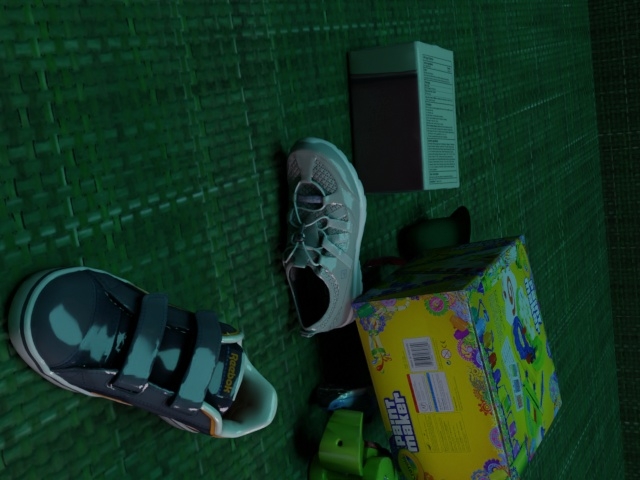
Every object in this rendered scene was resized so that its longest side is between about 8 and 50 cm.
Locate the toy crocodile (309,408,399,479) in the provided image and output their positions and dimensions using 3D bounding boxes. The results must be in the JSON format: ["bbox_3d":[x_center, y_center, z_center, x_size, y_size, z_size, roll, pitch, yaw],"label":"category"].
[{"bbox_3d":[0.083,0.357,1.279,0.340,0.115,0.105,49,47,-47],"label":"toy crocodile"}]

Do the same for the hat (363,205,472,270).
[{"bbox_3d":[0.155,0.001,1.510,0.208,0.183,0.173,145,-42,-77],"label":"hat"}]

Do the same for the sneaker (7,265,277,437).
[{"bbox_3d":[-0.160,0.117,0.871,0.321,0.127,0.126,40,57,-50],"label":"sneaker"}]

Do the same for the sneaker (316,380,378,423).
[{"bbox_3d":[0.047,0.250,1.277,0.162,0.063,0.073,19,76,-58],"label":"sneaker"}]

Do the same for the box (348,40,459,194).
[{"bbox_3d":[0.138,-0.194,1.385,0.148,0.126,0.232,-9,96,-59],"label":"box"}]

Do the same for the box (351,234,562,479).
[{"bbox_3d":[0.215,0.174,1.266,0.279,0.177,0.290,-28,105,-57],"label":"box"}]

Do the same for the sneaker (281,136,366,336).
[{"bbox_3d":[0.000,0.000,1.164,0.115,0.105,0.281,-31,116,-56],"label":"sneaker"}]
